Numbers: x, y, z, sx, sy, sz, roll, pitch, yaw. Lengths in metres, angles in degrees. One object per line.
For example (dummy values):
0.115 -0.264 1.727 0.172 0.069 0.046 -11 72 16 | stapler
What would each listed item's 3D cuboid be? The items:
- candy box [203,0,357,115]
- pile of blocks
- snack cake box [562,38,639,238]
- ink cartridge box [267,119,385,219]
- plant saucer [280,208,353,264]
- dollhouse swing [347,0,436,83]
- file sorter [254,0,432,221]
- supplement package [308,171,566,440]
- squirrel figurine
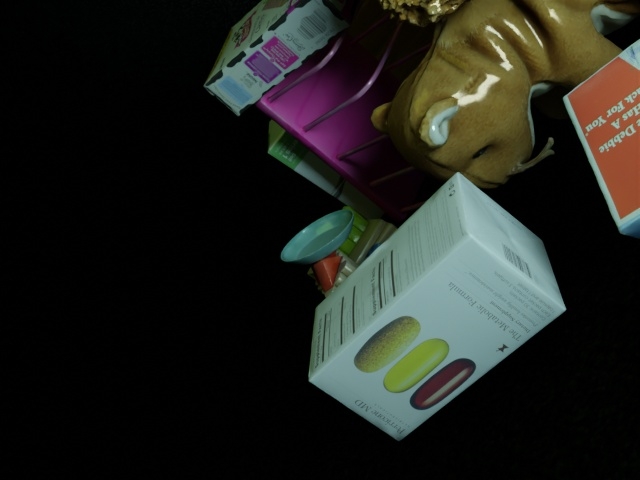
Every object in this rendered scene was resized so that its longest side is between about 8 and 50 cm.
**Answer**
-0.049 -0.297 1.159 0.233 0.071 0.159 -32 30 37 | candy box
0.045 0.026 1.200 0.149 0.112 0.362 -50 19 11 | pile of blocks
0.349 -0.127 0.687 0.264 0.089 0.152 -39 53 38 | snack cake box
0.028 -0.144 1.379 0.093 0.219 0.160 -50 18 20 | ink cartridge box
0.000 0.000 1.160 0.119 0.021 0.119 -29 19 11 | plant saucer
0.159 -0.347 1.248 0.315 0.346 0.305 -49 30 14 | dollhouse swing
0.100 -0.206 1.207 0.182 0.290 0.202 -19 38 55 | file sorter
0.116 0.075 0.900 0.244 0.139 0.134 -46 19 26 | supplement package
0.185 -0.264 0.933 0.370 0.397 0.281 -46 24 3 | squirrel figurine
